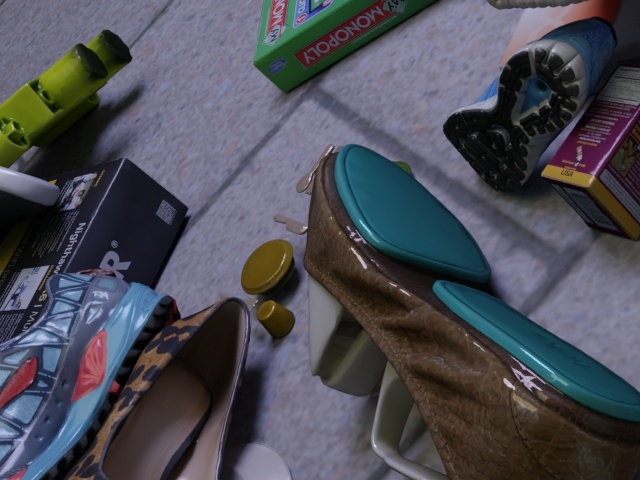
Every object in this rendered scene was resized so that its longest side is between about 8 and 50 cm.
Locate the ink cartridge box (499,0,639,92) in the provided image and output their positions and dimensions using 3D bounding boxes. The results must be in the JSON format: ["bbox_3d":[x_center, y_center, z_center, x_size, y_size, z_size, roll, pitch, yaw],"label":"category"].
[{"bbox_3d":[0.209,-0.178,0.834,0.145,0.045,0.179,-4,55,48],"label":"ink cartridge box"}]

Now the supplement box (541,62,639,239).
[{"bbox_3d":[0.174,-0.051,0.730,0.083,0.055,0.043,-53,32,-9],"label":"supplement box"}]

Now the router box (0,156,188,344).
[{"bbox_3d":[-0.270,0.087,1.098,0.243,0.081,0.309,-8,50,48],"label":"router box"}]

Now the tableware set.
[{"bbox_3d":[0.000,0.000,0.922,0.104,0.024,0.154,19,70,53],"label":"tableware set"}]

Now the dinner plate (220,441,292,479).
[{"bbox_3d":[-0.074,0.188,0.816,0.141,0.017,0.141,-30,36,25],"label":"dinner plate"}]

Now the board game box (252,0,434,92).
[{"bbox_3d":[0.046,-0.294,1.155,0.213,0.046,0.317,-28,37,31],"label":"board game box"}]

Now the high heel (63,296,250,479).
[{"bbox_3d":[-0.081,0.115,0.780,0.186,0.093,0.261,-56,16,-10],"label":"high heel"}]

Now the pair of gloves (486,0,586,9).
[{"bbox_3d":[0.235,-0.182,0.733,0.240,0.042,0.204,-3,32,31],"label":"pair of gloves"}]

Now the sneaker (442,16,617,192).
[{"bbox_3d":[0.134,-0.084,0.789,0.073,0.063,0.162,-40,-2,-26],"label":"sneaker"}]

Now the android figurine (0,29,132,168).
[{"bbox_3d":[-0.311,-0.106,1.303,0.273,0.056,0.248,-39,9,17],"label":"android figurine"}]

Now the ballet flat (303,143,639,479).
[{"bbox_3d":[0.057,0.059,0.728,0.124,0.116,0.342,-62,33,15],"label":"ballet flat"}]

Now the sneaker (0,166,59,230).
[{"bbox_3d":[-0.340,0.007,1.116,0.295,0.104,0.147,0,74,38],"label":"sneaker"}]

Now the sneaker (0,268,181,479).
[{"bbox_3d":[-0.211,0.134,0.923,0.125,0.104,0.262,23,61,18],"label":"sneaker"}]
